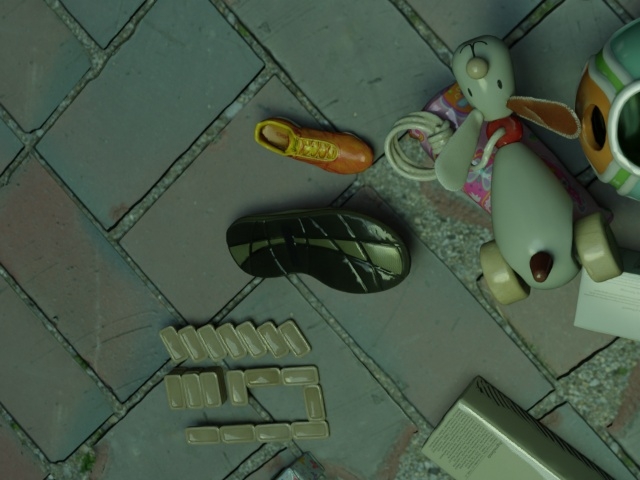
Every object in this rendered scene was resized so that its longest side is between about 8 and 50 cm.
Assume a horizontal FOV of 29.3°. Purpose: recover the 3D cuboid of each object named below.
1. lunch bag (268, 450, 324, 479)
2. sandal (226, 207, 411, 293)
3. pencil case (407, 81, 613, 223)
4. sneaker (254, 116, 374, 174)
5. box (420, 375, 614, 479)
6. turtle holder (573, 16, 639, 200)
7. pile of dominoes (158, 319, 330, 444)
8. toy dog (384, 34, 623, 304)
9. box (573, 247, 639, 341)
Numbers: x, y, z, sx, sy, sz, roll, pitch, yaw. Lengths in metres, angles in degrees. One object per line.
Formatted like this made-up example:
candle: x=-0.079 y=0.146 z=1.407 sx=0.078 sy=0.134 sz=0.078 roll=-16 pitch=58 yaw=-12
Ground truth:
lunch bag: x=-0.046 y=0.368 z=1.856 sx=0.053 sy=0.071 sz=0.083 roll=46 pitch=118 yaw=7
sandal: x=-0.001 y=-0.002 z=1.729 sx=0.303 sy=0.086 sz=0.120 roll=7 pitch=114 yaw=36
pencil case: x=0.245 y=-0.084 z=1.578 sx=0.284 sy=0.124 sz=0.124 roll=44 pitch=117 yaw=5
sneaker: x=-0.011 y=-0.126 z=1.700 sx=0.175 sy=0.067 sz=0.064 roll=14 pitch=109 yaw=17
box: x=0.285 y=0.321 z=1.690 sx=0.275 sy=0.094 sz=0.113 roll=38 pitch=116 yaw=8
turtle holder: x=0.449 y=-0.136 z=1.411 sx=0.320 sy=0.227 sz=0.243 roll=26 pitch=113 yaw=15
pile of dominoes: x=-0.116 y=0.212 z=1.873 sx=0.251 sy=0.040 sz=0.196 roll=-5 pitch=103 yaw=16
toy dog: x=0.224 y=-0.068 z=1.437 sx=0.220 sy=0.161 sz=0.334 roll=-42 pitch=85 yaw=16
box: x=0.388 y=0.066 z=1.567 sx=0.102 sy=0.101 sz=0.087 roll=12 pitch=110 yaw=21
